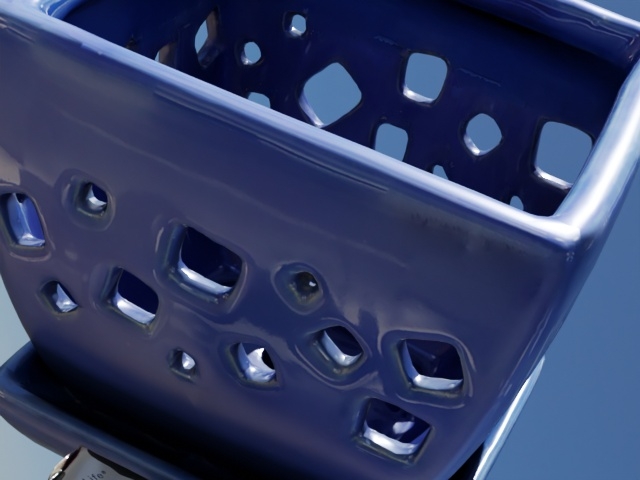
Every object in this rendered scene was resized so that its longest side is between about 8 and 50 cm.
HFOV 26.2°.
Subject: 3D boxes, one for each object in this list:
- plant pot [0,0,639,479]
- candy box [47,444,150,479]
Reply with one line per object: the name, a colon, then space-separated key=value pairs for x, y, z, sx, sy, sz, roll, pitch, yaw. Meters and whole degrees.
plant pot: x=0.000 y=0.000 z=0.596 sx=0.236 sy=0.236 sz=0.212 roll=-47 pitch=155 yaw=-56
candy box: x=-0.019 y=0.198 z=0.493 sx=0.159 sy=0.233 sz=0.071 roll=-68 pitch=173 yaw=27
